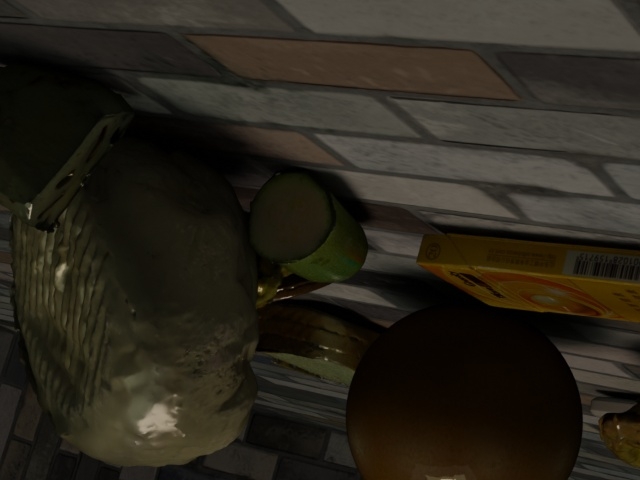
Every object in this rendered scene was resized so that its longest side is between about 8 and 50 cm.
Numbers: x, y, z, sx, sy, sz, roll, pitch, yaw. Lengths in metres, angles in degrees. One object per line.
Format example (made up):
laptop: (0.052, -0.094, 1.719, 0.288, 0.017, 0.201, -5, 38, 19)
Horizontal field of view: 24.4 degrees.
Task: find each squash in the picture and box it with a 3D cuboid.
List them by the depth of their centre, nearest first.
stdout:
squash: (0.000, 0.000, 1.492, 0.095, 0.095, 0.188, 12, 170, 22)

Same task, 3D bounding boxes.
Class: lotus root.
lotus root: (-0.263, -0.096, 1.320, 0.144, 0.143, 0.070, 30, -178, 14)

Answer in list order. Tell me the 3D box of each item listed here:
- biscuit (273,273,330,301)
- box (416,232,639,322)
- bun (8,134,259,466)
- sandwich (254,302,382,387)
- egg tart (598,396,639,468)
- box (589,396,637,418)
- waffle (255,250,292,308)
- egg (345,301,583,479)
biscuit: (-0.044, 0.045, 1.789, 0.124, 0.026, 0.175, -19, -171, -22)
box: (0.246, 0.040, 1.455, 0.269, 0.043, 0.152, 6, 164, 39)
bun: (-0.174, 0.055, 1.496, 0.211, 0.359, 0.360, -7, 180, -28)
sandwich: (0.021, 0.164, 2.239, 0.251, 0.087, 0.226, 23, 169, -41)
egg tart: (0.502, 0.227, 1.761, 0.345, 0.132, 0.345, 15, 169, 3)
box: (0.526, 0.260, 2.107, 0.142, 0.044, 0.285, 21, 167, -32)
waffle: (-0.152, 0.080, 1.737, 0.243, 0.237, 0.058, -5, 135, 50)
egg: (0.171, 0.216, 1.791, 0.283, 0.282, 0.351, 17, 170, -2)
